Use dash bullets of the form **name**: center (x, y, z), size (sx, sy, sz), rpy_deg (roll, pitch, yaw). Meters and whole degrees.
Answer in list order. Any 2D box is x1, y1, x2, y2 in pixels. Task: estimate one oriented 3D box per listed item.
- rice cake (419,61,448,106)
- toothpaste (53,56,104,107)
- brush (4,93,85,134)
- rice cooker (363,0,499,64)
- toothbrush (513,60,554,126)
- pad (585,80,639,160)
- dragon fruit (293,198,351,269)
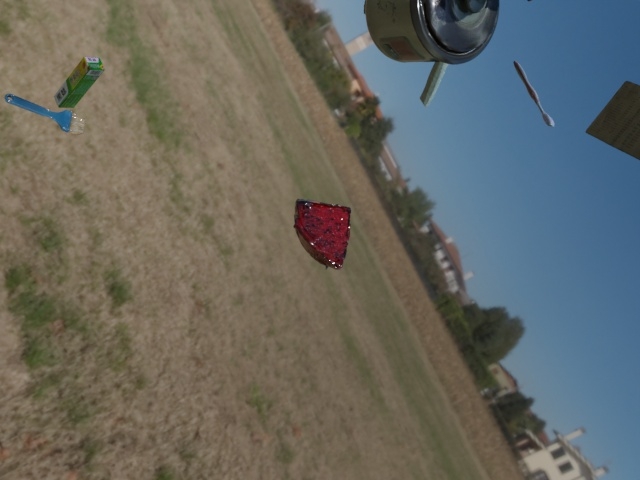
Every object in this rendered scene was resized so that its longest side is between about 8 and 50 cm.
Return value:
- **rice cake**: center (0.301, -0.426, 1.679), size (0.033, 0.029, 0.171), rpy_deg (43, -38, 21)
- **toothpaste**: center (-0.585, -0.380, 1.539), size (0.043, 0.178, 0.037), rpy_deg (-19, 82, -50)
- **brush**: center (-0.564, -0.262, 1.310), size (0.164, 0.014, 0.051), rpy_deg (21, 52, -38)
- **rice cooker**: center (0.267, -0.546, 1.498), size (0.316, 0.264, 0.317), rpy_deg (33, -9, 6)
- **toothbrush**: center (0.424, -0.297, 1.275), size (0.019, 0.013, 0.193), rpy_deg (15, 46, -36)
- **pad**: center (0.757, -0.283, 1.512), size (0.009, 0.160, 0.265), rpy_deg (27, 17, -27)
- **dragon fruit**: center (-0.002, -0.001, 1.349), size (0.127, 0.120, 0.161), rpy_deg (102, -6, -60)
